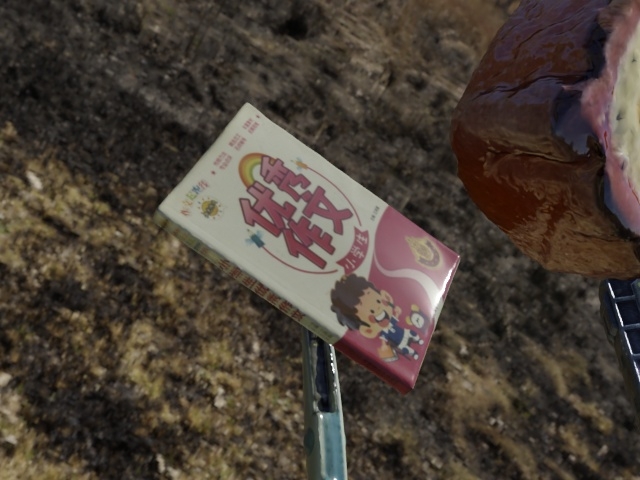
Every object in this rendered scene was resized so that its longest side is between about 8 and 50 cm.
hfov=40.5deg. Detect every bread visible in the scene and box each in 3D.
[{"bbox_3d":[0.185,-0.092,0.533,0.123,0.244,0.190,13,-33,47],"label":"bread"}]

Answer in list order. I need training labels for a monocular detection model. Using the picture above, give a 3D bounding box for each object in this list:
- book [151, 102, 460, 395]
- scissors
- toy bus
[{"bbox_3d":[0.000,0.000,0.692,0.232,0.022,0.162,36,42,-6],"label":"book"},{"bbox_3d":[0.005,0.208,0.854,0.041,0.138,0.289,4,59,-16],"label":"scissors"},{"bbox_3d":[0.292,0.094,0.766,0.065,0.047,0.165,-6,50,4],"label":"toy bus"}]
